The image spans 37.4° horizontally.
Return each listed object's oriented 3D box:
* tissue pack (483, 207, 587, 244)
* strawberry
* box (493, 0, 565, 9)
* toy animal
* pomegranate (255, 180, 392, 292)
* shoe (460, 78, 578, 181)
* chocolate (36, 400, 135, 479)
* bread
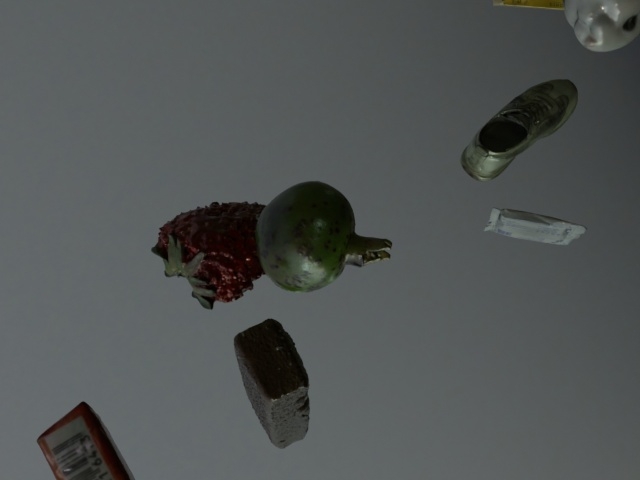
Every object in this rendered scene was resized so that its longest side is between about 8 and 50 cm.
[{"bbox_3d":[0.443,-0.025,1.958,0.122,0.193,0.026,89,-168,-70],"label":"tissue pack"},{"bbox_3d":[-0.189,-0.019,1.980,0.233,0.138,0.306,39,-122,19],"label":"strawberry"},{"bbox_3d":[0.404,-0.445,1.768,0.073,0.149,0.020,-111,25,-76],"label":"box"},{"bbox_3d":[0.399,-0.463,1.378,0.357,0.193,0.258,70,-154,-23],"label":"toy animal"},{"bbox_3d":[0.000,0.000,1.745,0.211,0.263,0.211,18,-90,-79],"label":"pomegranate"},{"bbox_3d":[0.386,-0.225,1.806,0.103,0.275,0.098,45,167,13],"label":"shoe"},{"bbox_3d":[-0.366,0.406,1.575,0.237,0.108,0.235,57,166,11],"label":"chocolate"},{"bbox_3d":[-0.093,0.309,1.977,0.165,0.113,0.416,61,168,22],"label":"bread"}]
